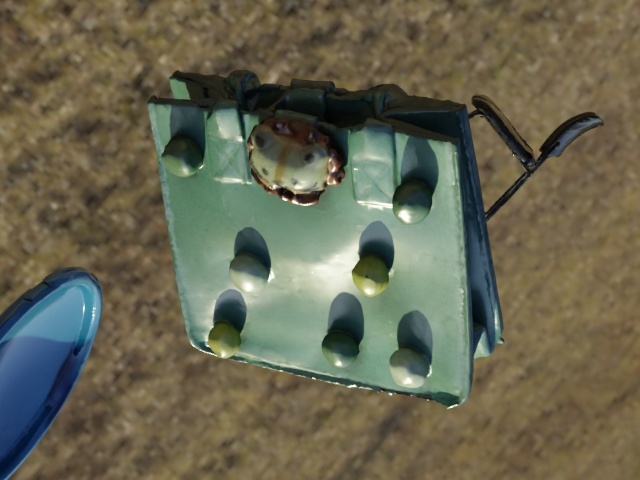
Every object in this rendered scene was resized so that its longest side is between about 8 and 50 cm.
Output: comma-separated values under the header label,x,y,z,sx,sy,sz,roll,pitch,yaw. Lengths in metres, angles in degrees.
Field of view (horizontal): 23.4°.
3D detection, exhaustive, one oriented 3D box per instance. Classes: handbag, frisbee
label,x,y,z,sx,sy,sz,roll,pitch,yaw
handbag,-0.002,0.005,1.227,0.100,0.268,0.274,-55,147,-42
frisbee,-0.267,0.121,1.297,0.242,0.045,0.242,-54,167,-19

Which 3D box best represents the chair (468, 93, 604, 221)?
label,x,y,z,sx,sy,sz,roll,pitch,yaw
chair,0.256,-0.143,2.091,0.221,0.145,0.140,-38,-179,12
